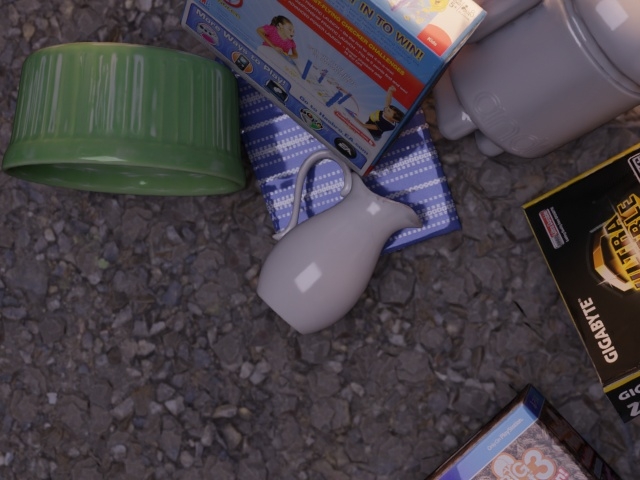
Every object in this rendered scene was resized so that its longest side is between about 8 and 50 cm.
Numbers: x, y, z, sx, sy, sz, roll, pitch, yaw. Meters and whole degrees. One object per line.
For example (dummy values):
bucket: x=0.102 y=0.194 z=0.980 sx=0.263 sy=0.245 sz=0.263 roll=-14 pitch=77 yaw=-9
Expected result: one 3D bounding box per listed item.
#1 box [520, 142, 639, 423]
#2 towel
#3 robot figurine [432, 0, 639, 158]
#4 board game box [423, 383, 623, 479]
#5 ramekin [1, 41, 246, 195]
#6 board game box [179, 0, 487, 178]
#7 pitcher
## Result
box: x=0.395 y=0.019 z=1.324 sx=0.257 sy=0.322 sz=0.079 roll=-27 pitch=128 yaw=13
towel: x=0.021 y=-0.136 z=1.543 sx=0.243 sy=0.040 sz=0.336 roll=-19 pitch=89 yaw=12
robot figurine: x=0.288 y=-0.226 z=1.346 sx=0.353 sy=0.300 sz=0.199 roll=-31 pitch=57 yaw=41
board game box: x=0.271 y=0.368 z=1.439 sx=0.232 sy=0.141 sz=0.291 roll=-45 pitch=82 yaw=11
ramekin: x=-0.242 y=-0.148 z=1.474 sx=0.303 sy=0.303 sz=0.148 roll=2 pitch=85 yaw=14
board game box: x=-0.001 y=-0.254 z=1.341 sx=0.308 sy=0.302 sz=0.086 roll=40 pitch=64 yaw=2
pitcher: x=0.000 y=0.000 z=1.483 sx=0.178 sy=0.125 sz=0.207 roll=42 pitch=89 yaw=22
